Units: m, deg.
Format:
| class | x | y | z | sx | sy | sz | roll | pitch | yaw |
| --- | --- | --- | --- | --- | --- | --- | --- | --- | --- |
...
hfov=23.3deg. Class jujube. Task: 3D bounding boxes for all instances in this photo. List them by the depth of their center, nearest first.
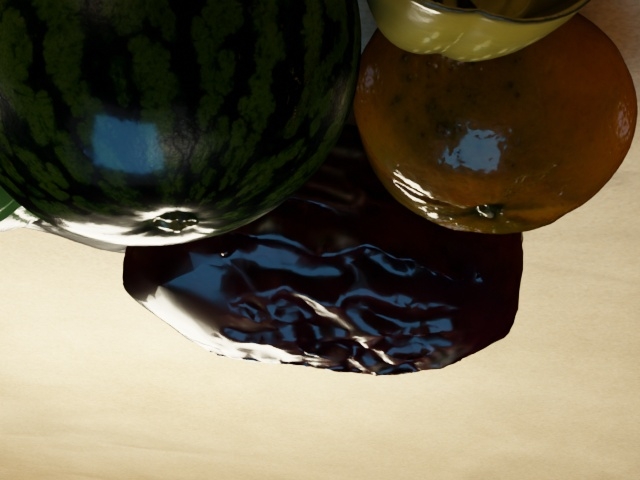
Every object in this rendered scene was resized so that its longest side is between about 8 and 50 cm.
| class | x | y | z | sx | sy | sz | roll | pitch | yaw |
| --- | --- | --- | --- | --- | --- | --- | --- | --- | --- |
| jujube | 0.000 | 0.000 | 1.463 | 0.377 | 0.258 | 0.258 | 1 | 156 | 3 |

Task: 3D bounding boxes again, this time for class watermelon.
| class | x | y | z | sx | sy | sz | roll | pitch | yaw |
| --- | --- | --- | --- | --- | --- | --- | --- | --- | --- |
| watermelon | -0.113 | -0.135 | 1.055 | 0.285 | 0.285 | 0.285 | 7 | 156 | 3 |

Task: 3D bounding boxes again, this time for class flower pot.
| class | x | y | z | sx | sy | sz | roll | pitch | yaw |
| --- | --- | --- | --- | --- | --- | --- | --- | --- | --- |
| flower pot | 0.101 | -0.206 | 1.036 | 0.195 | 0.195 | 0.179 | 9 | 168 | -3 |

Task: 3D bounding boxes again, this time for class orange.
| class | x | y | z | sx | sy | sz | roll | pitch | yaw |
| --- | --- | --- | --- | --- | --- | --- | --- | --- | --- |
| orange | 0.137 | -0.100 | 1.262 | 0.240 | 0.171 | 0.240 | 7 | 156 | 3 |

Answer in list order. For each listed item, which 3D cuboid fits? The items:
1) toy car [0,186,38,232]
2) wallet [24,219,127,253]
| class | x | y | z | sx | sy | sz | roll | pitch | yaw |
| --- | --- | --- | --- | --- | --- | --- | --- | --- | --- |
| toy car | -0.274 | -0.095 | 1.290 | 0.213 | 0.358 | 0.176 | -9 | 124 | 30 |
| wallet | -0.156 | -0.006 | 1.699 | 0.323 | 0.041 | 0.247 | 17 | 163 | -28 |
